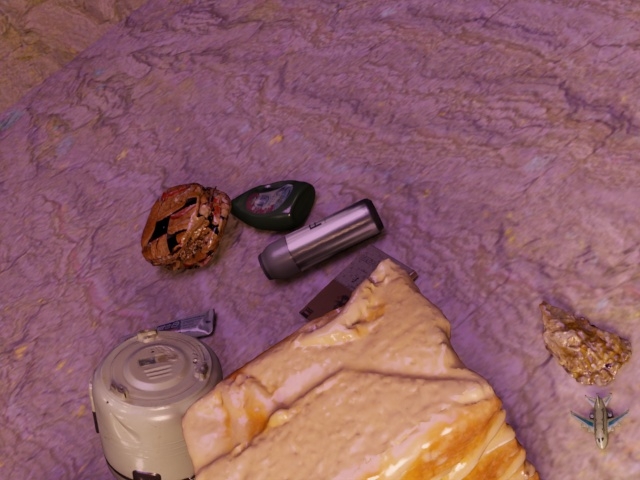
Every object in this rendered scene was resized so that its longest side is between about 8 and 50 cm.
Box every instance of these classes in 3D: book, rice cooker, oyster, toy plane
[{"bbox_3d":[0.069,0.099,1.433,0.198,0.016,0.138,-43,41,-12],"label":"book"},{"bbox_3d":[-0.266,0.288,1.290,0.225,0.244,0.226,-2,35,1],"label":"rice cooker"},{"bbox_3d":[0.400,0.154,1.161,0.121,0.045,0.146,-5,47,10],"label":"oyster"},{"bbox_3d":[0.389,0.252,1.070,0.080,0.033,0.083,-8,53,25],"label":"toy plane"}]

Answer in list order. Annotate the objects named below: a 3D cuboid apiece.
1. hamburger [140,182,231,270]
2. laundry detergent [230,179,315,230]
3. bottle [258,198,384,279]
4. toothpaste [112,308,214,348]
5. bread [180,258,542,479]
[{"bbox_3d":[-0.304,-0.037,1.714,0.230,0.106,0.231,-24,52,34],"label":"hamburger"},{"bbox_3d":[-0.119,-0.081,1.696,0.210,0.063,0.137,2,49,36],"label":"laundry detergent"},{"bbox_3d":[0.000,0.000,1.532,0.253,0.080,0.096,-26,3,7],"label":"bottle"},{"bbox_3d":[-0.321,0.193,1.575,0.233,0.038,0.060,-16,47,14],"label":"toothpaste"},{"bbox_3d":[0.055,0.292,0.982,0.390,0.371,0.279,-36,40,-3],"label":"bread"}]
